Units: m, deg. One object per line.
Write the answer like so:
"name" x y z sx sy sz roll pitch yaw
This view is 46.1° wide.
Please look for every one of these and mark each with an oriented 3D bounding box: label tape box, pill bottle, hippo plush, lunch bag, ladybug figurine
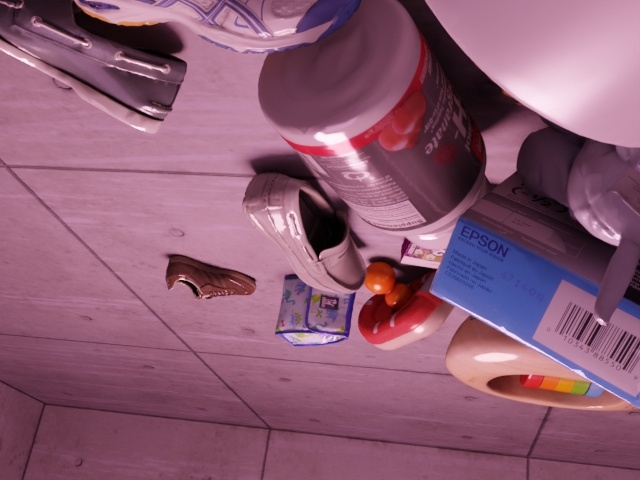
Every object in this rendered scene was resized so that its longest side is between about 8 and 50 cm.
"label tape box" 0.321 0.011 0.886 0.249 0.347 0.115 29 127 22
"pill bottle" 0.083 -0.112 0.853 0.176 0.176 0.318 -6 152 29
"hippo plush" 0.361 -0.089 0.734 0.236 0.294 0.234 7 123 -12
"lunch bag" -0.003 0.134 1.468 0.151 0.129 0.096 -6 152 30
"ladybug figurine" 0.468 0.217 1.448 0.449 0.162 0.305 10 155 -2

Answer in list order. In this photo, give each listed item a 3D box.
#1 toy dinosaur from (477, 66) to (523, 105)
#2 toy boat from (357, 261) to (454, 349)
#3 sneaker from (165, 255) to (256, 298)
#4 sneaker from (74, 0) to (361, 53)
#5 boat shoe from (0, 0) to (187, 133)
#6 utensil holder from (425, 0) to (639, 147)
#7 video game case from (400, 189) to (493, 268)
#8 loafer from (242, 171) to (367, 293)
"toy dinosaur" 0.202 -0.157 0.747 0.112 0.211 0.064 -14 139 -54
"toy boat" 0.139 0.101 1.377 0.151 0.151 0.231 45 147 -5
"sneaker" -0.223 0.092 1.518 0.188 0.071 0.066 19 153 -19
"sneaker" -0.108 -0.257 0.685 0.296 0.112 0.131 6 155 5
"boat shoe" -0.295 -0.242 0.837 0.319 0.116 0.099 31 104 -28
"utensil holder" 0.246 -0.257 0.332 0.327 0.328 0.385 18 157 -19
"video game case" 0.250 -0.008 1.182 0.210 0.042 0.232 9 155 -3
"loafer" 0.000 0.000 1.200 0.111 0.112 0.319 2 155 34
